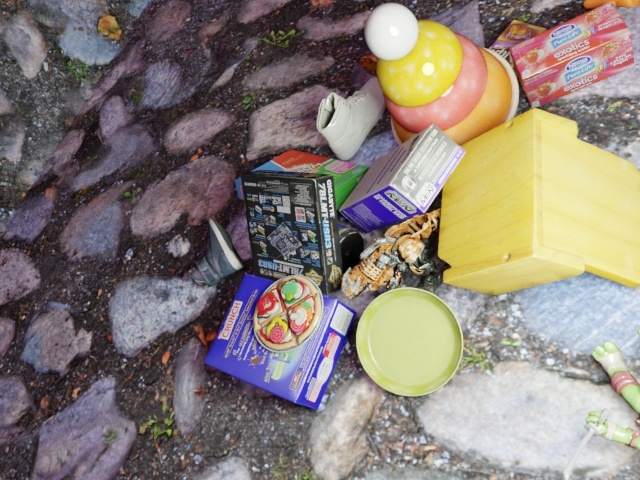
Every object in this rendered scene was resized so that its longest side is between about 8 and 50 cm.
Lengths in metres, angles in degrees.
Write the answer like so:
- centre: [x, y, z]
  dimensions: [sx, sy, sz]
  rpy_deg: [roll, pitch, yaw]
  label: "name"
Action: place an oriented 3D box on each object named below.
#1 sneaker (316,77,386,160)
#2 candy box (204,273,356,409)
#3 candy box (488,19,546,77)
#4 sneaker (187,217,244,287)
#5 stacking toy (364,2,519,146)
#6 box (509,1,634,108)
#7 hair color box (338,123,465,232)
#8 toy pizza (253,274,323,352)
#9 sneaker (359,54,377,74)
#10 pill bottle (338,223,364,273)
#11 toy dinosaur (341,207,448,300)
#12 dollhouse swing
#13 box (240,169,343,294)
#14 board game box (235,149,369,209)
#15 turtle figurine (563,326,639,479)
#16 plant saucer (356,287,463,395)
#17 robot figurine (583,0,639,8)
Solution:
- centre: [0.096, -0.404, 1.699]
  dimensions: [0.108, 0.169, 0.292]
  rpy_deg: [15, 70, 39]
  label: "sneaker"
- centre: [-0.106, 0.250, 1.463]
  dimensions: [0.317, 0.122, 0.268]
  rpy_deg: [13, 72, 36]
  label: "candy box"
- centre: [0.523, -0.512, 1.571]
  dimensions: [0.186, 0.053, 0.109]
  rpy_deg: [-50, 49, -1]
  label: "candy box"
- centre: [-0.347, 0.042, 1.763]
  dimensions: [0.163, 0.086, 0.226]
  rpy_deg: [-36, 51, 5]
  label: "sneaker"
- centre: [0.254, -0.415, 1.374]
  dimensions: [0.351, 0.480, 0.350]
  rpy_deg: [-10, 69, 29]
  label: "stacking toy"
- centre: [0.625, -0.459, 1.427]
  dimensions: [0.257, 0.122, 0.128]
  rpy_deg: [-21, 53, 21]
  label: "box"
- centre: [0.185, -0.137, 1.391]
  dimensions: [0.185, 0.110, 0.339]
  rpy_deg: [-54, 8, -16]
  label: "hair color box"
- centre: [-0.085, 0.174, 1.392]
  dimensions: [0.201, 0.032, 0.201]
  rpy_deg: [-15, 57, 25]
  label: "toy pizza"
- centre: [0.207, -0.567, 1.809]
  dimensions: [0.175, 0.064, 0.067]
  rpy_deg: [11, 50, 31]
  label: "sneaker"
- centre: [0.000, 0.000, 1.546]
  dimensions: [0.219, 0.123, 0.122]
  rpy_deg: [23, 77, 39]
  label: "pill bottle"
- centre: [0.201, 0.036, 1.334]
  dimensions: [0.322, 0.218, 0.164]
  rpy_deg: [-26, 51, 16]
  label: "toy dinosaur"
- centre: [0.482, -0.045, 1.237]
  dimensions: [0.315, 0.305, 0.346]
  rpy_deg: [-25, 48, 49]
  label: "dollhouse swing"
- centre: [-0.077, -0.028, 1.470]
  dimensions: [0.296, 0.073, 0.293]
  rpy_deg: [9, 113, 45]
  label: "box"
- centre: [-0.052, -0.164, 1.640]
  dimensions: [0.317, 0.064, 0.242]
  rpy_deg: [19, 42, 38]
  label: "board game box"
- centre: [0.552, 0.264, 0.966]
  dimensions: [0.275, 0.197, 0.266]
  rpy_deg: [12, 41, -7]
  label: "turtle figurine"
- centre: [0.201, 0.227, 1.291]
  dimensions: [0.241, 0.037, 0.240]
  rpy_deg: [-2, 83, 20]
  label: "plant saucer"
- centre: [0.761, -0.675, 1.470]
  dimensions: [0.219, 0.128, 0.158]
  rpy_deg: [32, 124, 40]
  label: "robot figurine"
